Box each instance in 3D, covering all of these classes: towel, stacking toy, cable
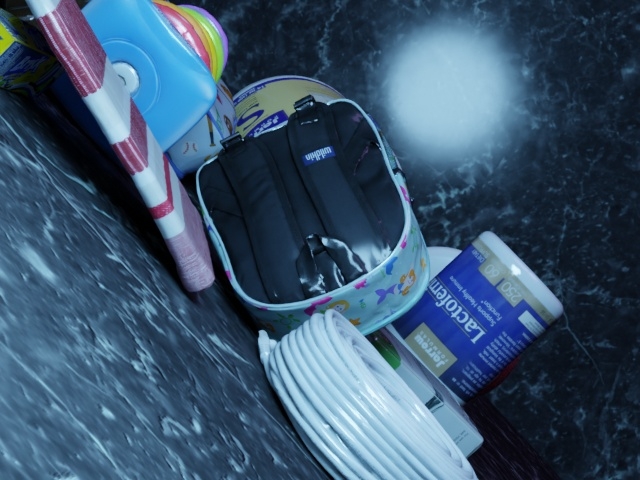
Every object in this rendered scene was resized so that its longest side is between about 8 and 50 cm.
[{"bbox_3d":[-0.201,-0.117,1.393,0.329,0.037,0.237,61,0,-17],"label":"towel"},{"bbox_3d":[-0.170,-0.214,1.663,0.175,0.166,0.302,49,24,-1],"label":"stacking toy"},{"bbox_3d":[0.056,0.182,1.359,0.257,0.089,0.257,46,4,-15],"label":"cable"}]

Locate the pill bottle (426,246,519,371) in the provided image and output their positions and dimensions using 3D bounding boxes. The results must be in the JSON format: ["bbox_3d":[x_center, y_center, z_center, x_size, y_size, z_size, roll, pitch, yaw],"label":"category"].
[{"bbox_3d":[0.207,0.141,2.269,0.229,0.229,0.408,48,4,13],"label":"pill bottle"}]

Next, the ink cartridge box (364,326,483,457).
[{"bbox_3d":[0.081,0.174,1.693,0.208,0.087,0.153,45,5,-24],"label":"ink cartridge box"}]

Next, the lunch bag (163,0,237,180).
[{"bbox_3d":[-0.217,-0.227,1.906,0.243,0.115,0.303,55,7,-22],"label":"lunch bag"}]

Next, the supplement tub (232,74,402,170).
[{"bbox_3d":[-0.019,-0.078,1.959,0.241,0.241,0.331,46,5,-23],"label":"supplement tub"}]

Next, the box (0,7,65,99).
[{"bbox_3d":[-0.302,-0.183,1.380,0.059,0.054,0.169,48,4,6],"label":"box"}]

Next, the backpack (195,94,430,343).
[{"bbox_3d":[0.000,0.000,1.536,0.253,0.225,0.191,-114,179,-46],"label":"backpack"}]

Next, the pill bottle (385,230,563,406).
[{"bbox_3d":[0.178,0.127,1.884,0.153,0.265,0.153,46,4,-4],"label":"pill bottle"}]

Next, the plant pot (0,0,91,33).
[{"bbox_3d":[-0.324,-0.313,1.729,0.167,0.167,0.165,45,13,-33],"label":"plant pot"}]
